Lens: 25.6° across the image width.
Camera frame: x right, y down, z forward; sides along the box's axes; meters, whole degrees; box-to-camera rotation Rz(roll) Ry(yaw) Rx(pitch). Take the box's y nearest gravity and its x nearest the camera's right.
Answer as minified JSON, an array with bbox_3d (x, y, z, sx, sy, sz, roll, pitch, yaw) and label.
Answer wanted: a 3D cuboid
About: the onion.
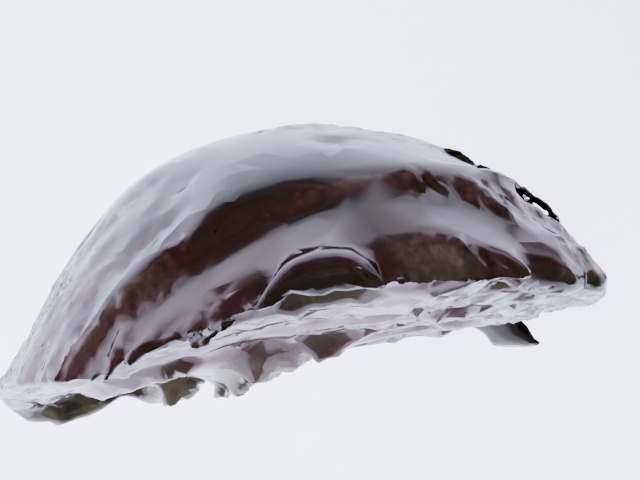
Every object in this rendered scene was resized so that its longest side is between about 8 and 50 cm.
[{"bbox_3d":[0.000,0.000,0.716,0.314,0.280,0.146,-4,-102,-27],"label":"onion"}]
